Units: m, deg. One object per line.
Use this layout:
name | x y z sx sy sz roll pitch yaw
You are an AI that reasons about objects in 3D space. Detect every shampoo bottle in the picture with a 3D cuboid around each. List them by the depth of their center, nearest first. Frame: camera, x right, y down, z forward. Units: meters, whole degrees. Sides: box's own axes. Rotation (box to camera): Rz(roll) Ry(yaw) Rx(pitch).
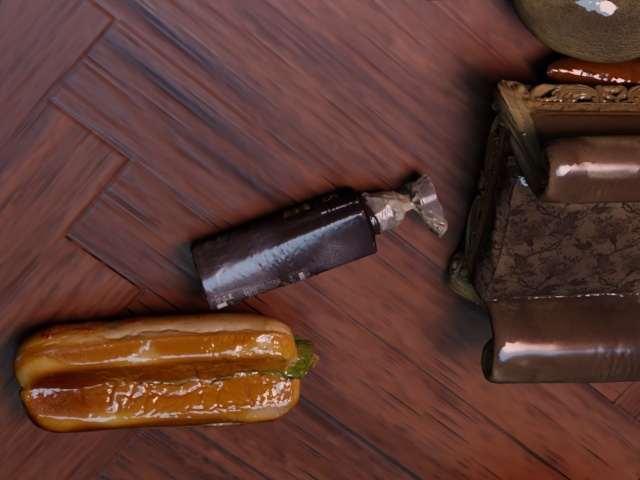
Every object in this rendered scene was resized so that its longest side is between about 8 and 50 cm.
shampoo bottle | 0.000 -0.001 1.334 0.207 0.057 0.063 -20 118 0

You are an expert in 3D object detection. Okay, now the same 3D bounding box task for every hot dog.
hot dog | -0.125 0.105 1.351 0.250 0.076 0.104 -6 116 -2

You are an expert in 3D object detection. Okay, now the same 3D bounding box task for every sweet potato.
sweet potato | 0.301 -0.117 1.339 0.264 0.057 0.057 9 114 -20

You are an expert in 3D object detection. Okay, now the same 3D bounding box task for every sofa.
sofa | 0.225 0.009 1.282 0.200 0.182 0.258 0 135 -11

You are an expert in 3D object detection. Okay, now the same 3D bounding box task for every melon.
melon | 0.210 -0.187 1.263 0.130 0.098 0.098 8 114 -8
